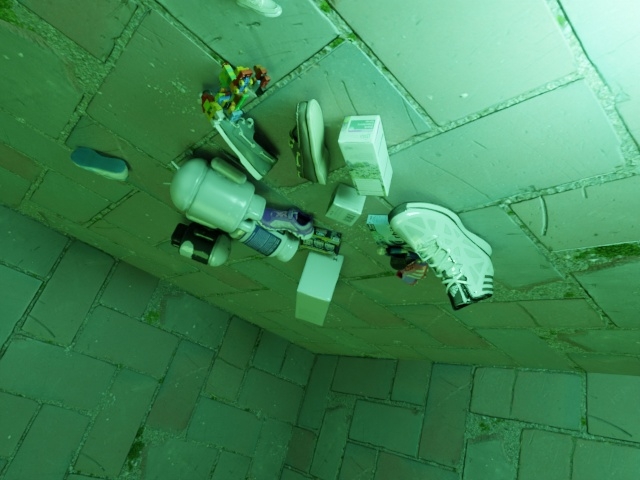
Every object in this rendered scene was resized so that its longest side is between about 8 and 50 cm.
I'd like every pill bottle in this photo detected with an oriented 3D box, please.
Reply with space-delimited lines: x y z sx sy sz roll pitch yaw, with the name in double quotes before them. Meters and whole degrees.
"pill bottle" -0.228 -0.024 1.716 0.264 0.153 0.153 32 151 -27

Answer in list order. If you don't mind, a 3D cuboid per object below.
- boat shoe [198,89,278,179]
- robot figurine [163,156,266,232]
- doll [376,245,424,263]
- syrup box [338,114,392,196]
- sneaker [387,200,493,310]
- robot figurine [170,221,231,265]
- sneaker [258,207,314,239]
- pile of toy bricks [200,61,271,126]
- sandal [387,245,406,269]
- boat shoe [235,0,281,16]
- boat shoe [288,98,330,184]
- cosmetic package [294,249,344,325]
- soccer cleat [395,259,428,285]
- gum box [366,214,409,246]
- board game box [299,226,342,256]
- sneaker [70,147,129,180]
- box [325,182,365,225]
"boat shoe" -0.234 -0.319 1.226 0.099 0.116 0.319 -33 132 3
"robot figurine" -0.373 -0.160 1.477 0.353 0.200 0.300 26 126 -17
"doll" 0.300 0.048 1.569 0.188 0.046 0.129 11 173 -12
"syrup box" 0.129 -0.225 1.140 0.093 0.096 0.237 5 152 22
"sneaker" 0.404 0.060 1.316 0.447 0.258 0.169 26 136 -25
"robot figurine" -0.568 0.015 2.003 0.278 0.174 0.209 22 -170 -9
"sneaker" -0.129 -0.086 1.611 0.236 0.095 0.104 16 149 -8
"pile of toy bricks" -0.222 -0.389 1.044 0.212 0.118 0.105 -29 90 51
"sandal" 0.308 0.055 1.672 0.067 0.040 0.179 0 136 22
"boat shoe" -0.126 -0.487 0.846 0.100 0.035 0.035 23 158 4
"boat shoe" -0.038 -0.263 1.155 0.096 0.117 0.324 9 159 11
"cosmetic package" -0.015 0.237 2.020 0.161 0.230 0.453 17 154 3
"soccer cleat" 0.379 0.120 1.706 0.095 0.083 0.248 20 158 5
"gum box" 0.276 -0.032 1.502 0.184 0.041 0.157 5 152 26
"board game box" 0.000 0.000 1.740 0.170 0.048 0.141 15 157 5
"sneaker" -0.883 -0.297 1.666 0.228 0.088 0.092 20 157 0
"box" 0.084 -0.119 1.394 0.101 0.087 0.101 22 155 -7
